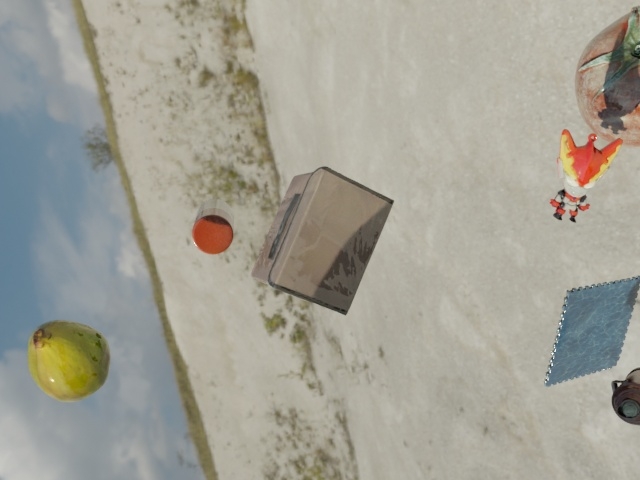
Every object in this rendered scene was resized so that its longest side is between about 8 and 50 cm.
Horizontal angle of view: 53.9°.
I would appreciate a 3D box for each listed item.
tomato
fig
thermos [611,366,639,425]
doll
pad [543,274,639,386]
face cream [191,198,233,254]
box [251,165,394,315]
[{"bbox_3d":[0.730,-0.357,1.388,0.283,0.317,0.316,33,-142,-48],"label":"tomato"},{"bbox_3d":[-0.446,0.210,1.114,0.153,0.136,0.121,39,168,-10],"label":"fig"},{"bbox_3d":[0.698,0.341,1.371,0.232,0.124,0.098,-1,-110,-55],"label":"thermos"},{"bbox_3d":[0.478,-0.118,1.166,0.057,0.109,0.169,-77,-3,-60],"label":"doll"},{"bbox_3d":[0.665,0.220,1.534,0.012,0.270,0.268,38,130,55],"label":"pad"},{"bbox_3d":[-0.256,-0.036,1.510,0.214,0.096,0.095,-121,20,-75],"label":"face cream"},{"bbox_3d":[0.000,0.000,1.280,0.153,0.188,0.252,8,76,62],"label":"box"}]
